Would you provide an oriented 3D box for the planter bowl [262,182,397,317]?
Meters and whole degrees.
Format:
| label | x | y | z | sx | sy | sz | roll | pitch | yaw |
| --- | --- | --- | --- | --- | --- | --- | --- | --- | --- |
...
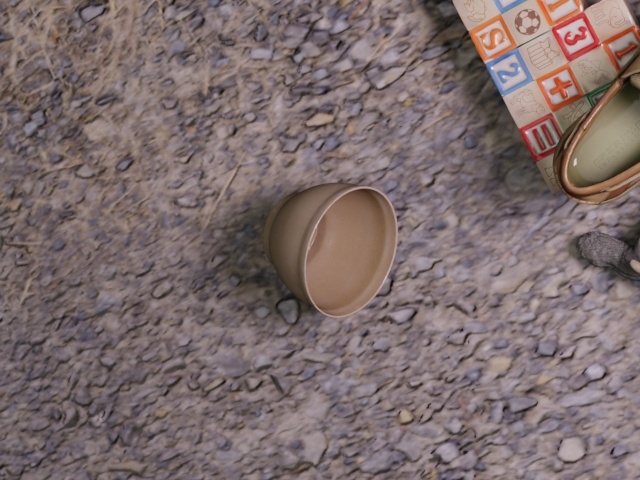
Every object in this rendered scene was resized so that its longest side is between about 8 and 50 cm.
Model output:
| label | x | y | z | sx | sy | sz | roll | pitch | yaw |
| --- | --- | --- | --- | --- | --- | --- | --- | --- | --- |
| planter bowl | 0.000 | 0.000 | 1.819 | 0.109 | 0.162 | 0.162 | 21 | 103 | 40 |

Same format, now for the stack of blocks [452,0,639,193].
| label | x | y | z | sx | sy | sz | roll | pitch | yaw |
| --- | --- | --- | --- | --- | --- | --- | --- | --- | --- |
| stack of blocks | 0.280 | -0.225 | 1.734 | 0.171 | 0.087 | 0.297 | -28 | 88 | 17 |

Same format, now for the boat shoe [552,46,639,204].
| label | x | y | z | sx | sy | sz | roll | pitch | yaw |
| --- | --- | --- | --- | --- | --- | --- | --- | --- | --- |
| boat shoe | 0.374 | -0.158 | 1.605 | 0.122 | 0.120 | 0.324 | 42 | 105 | 7 |

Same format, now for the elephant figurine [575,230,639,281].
| label | x | y | z | sx | sy | sz | roll | pitch | yaw |
| --- | --- | --- | --- | --- | --- | --- | --- | --- | --- |
| elephant figurine | 0.434 | 0.015 | 1.694 | 0.186 | 0.169 | 0.239 | -33 | 69 | -11 |
